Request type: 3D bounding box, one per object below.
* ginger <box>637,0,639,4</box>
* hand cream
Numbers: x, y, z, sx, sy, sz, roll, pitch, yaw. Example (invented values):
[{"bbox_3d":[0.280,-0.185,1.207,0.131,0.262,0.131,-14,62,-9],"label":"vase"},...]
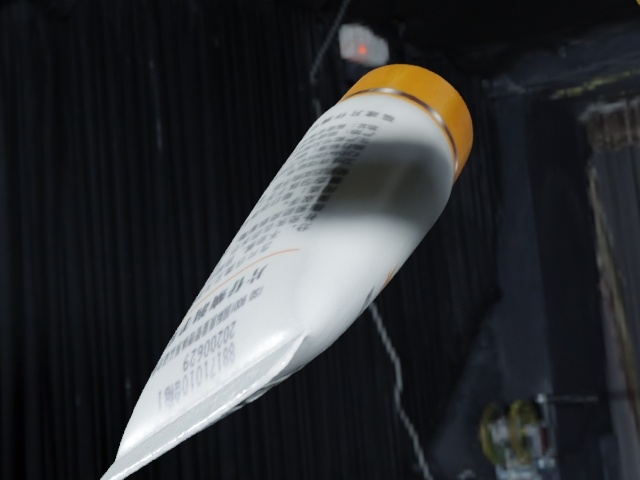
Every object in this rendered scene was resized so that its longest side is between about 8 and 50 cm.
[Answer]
[{"bbox_3d":[0.079,-0.097,0.290,0.095,0.069,0.190,-20,-14,40],"label":"ginger"},{"bbox_3d":[0.000,0.000,0.578,0.140,0.089,0.314,-36,8,40],"label":"hand cream"}]
